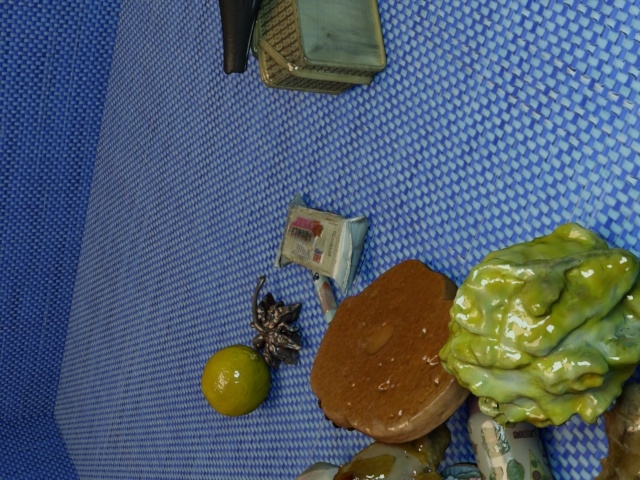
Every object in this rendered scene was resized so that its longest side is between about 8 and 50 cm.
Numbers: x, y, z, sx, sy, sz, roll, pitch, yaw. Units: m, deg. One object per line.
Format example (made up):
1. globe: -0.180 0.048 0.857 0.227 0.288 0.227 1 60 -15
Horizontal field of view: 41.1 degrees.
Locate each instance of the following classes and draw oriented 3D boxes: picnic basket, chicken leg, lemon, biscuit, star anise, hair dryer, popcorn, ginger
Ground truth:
1. picnic basket: -0.015 -0.467 1.788 0.175 0.227 0.313 -20 76 53
2. chicken leg: 0.182 0.428 1.499 0.295 0.409 0.182 22 152 37
3. lemon: -0.214 0.358 2.201 0.203 0.178 0.178 -51 51 29
4. biscuit: 0.136 0.206 1.589 0.350 0.078 0.455 -49 26 -4
5. star anise: -0.119 0.211 2.122 0.231 0.089 0.209 49 124 28
6. biscuit: -0.001 0.005 1.926 0.309 0.079 0.186 20 96 53
7. hair dryer: -0.200 -0.544 1.808 0.359 0.120 0.304 -124 33 -53
8. popcorn: 0.344 0.128 1.263 0.312 0.312 0.313 7 98 56
9. ginger: 0.470 0.311 1.263 0.148 0.081 0.334 42 129 27

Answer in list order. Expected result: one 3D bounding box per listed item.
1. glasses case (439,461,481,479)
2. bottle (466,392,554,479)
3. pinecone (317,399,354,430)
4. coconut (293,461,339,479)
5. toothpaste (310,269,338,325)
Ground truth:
1. glasses case: 0.286 0.565 1.541 0.122 0.082 0.321 -17 81 44
2. bottle: 0.316 0.339 1.454 0.120 0.120 0.253 -33 65 52
3. pinecone: 0.082 0.314 1.782 0.165 0.162 0.163 -19 77 42
4. coconut: 0.018 0.589 1.843 0.234 0.224 0.224 -86 20 -47
5. toothpaste: 0.004 0.102 1.979 0.056 0.036 0.205 -46 50 40
